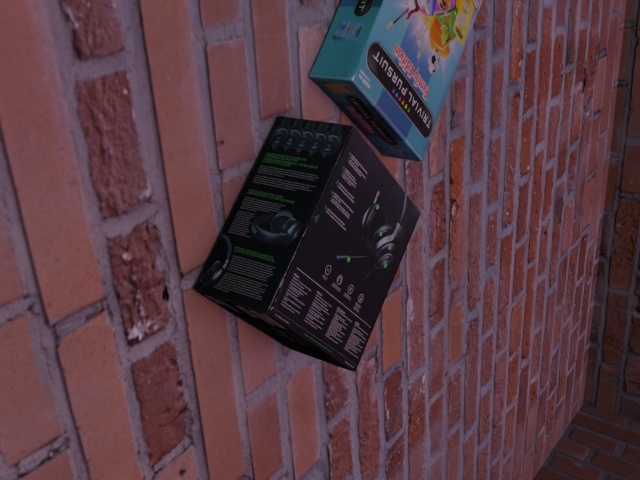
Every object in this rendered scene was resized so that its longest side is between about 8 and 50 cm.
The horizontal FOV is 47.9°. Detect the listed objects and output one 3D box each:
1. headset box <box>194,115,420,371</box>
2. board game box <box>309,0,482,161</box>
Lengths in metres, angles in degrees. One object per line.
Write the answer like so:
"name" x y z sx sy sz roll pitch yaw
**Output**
"headset box" 0.000 0.000 0.990 0.246 0.131 0.283 42 68 -52
"board game box" 0.135 -0.329 1.108 0.254 0.079 0.336 35 73 -53
